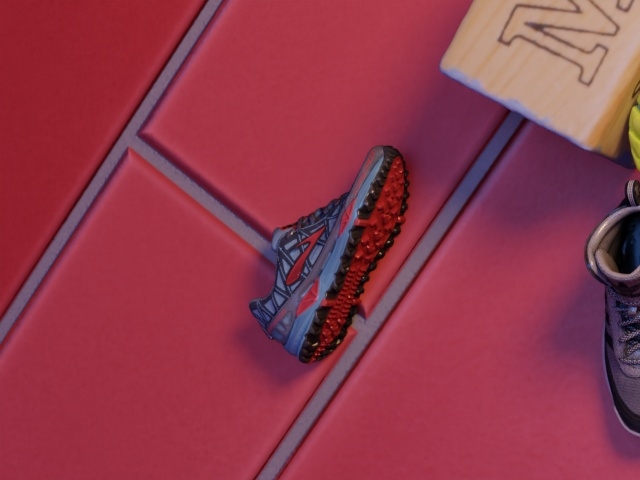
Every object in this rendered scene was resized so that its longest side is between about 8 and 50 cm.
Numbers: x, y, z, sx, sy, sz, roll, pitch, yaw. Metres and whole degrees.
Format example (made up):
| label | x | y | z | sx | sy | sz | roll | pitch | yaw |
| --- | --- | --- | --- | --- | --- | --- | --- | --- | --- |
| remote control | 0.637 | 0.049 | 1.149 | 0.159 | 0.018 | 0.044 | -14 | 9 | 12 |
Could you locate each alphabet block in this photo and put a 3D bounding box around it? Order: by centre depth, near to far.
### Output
| label | x | y | z | sx | sy | sz | roll | pitch | yaw |
| --- | --- | --- | --- | --- | --- | --- | --- | --- | --- |
| alphabet block | 0.270 | -0.208 | 1.774 | 0.193 | 0.192 | 0.197 | 31 | 99 | 22 |

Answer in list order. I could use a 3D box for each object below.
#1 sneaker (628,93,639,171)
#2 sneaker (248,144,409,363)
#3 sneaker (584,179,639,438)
| label | x | y | z | sx | sy | sz | roll | pitch | yaw |
| --- | --- | --- | --- | --- | --- | --- | --- | --- | --- |
| sneaker | 0.434 | -0.058 | 1.703 | 0.295 | 0.123 | 0.109 | 33 | 128 | 2 |
| sneaker | 0.000 | 0.000 | 1.924 | 0.125 | 0.104 | 0.262 | 31 | 98 | 26 |
| sneaker | 0.320 | 0.068 | 1.743 | 0.101 | 0.153 | 0.269 | 0 | 85 | 25 |
